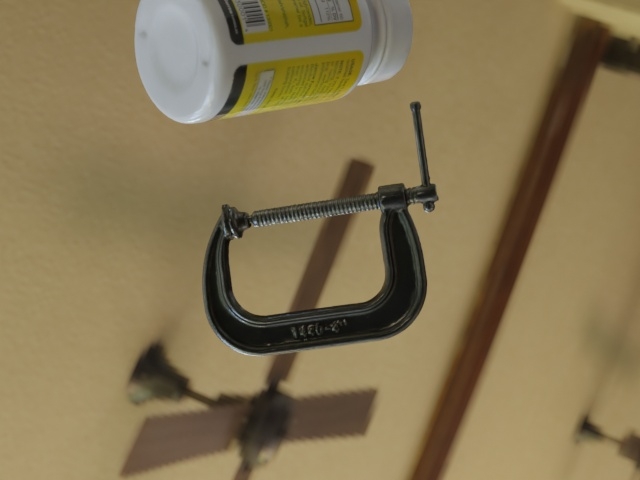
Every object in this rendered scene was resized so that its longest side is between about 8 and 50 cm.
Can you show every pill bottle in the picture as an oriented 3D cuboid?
[{"bbox_3d":[-0.034,-0.164,1.358,0.208,0.119,0.119,-12,-57,-38],"label":"pill bottle"}]

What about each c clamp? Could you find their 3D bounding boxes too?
[{"bbox_3d":[0.000,0.000,1.043,0.022,0.161,0.137,-10,-93,-85],"label":"c clamp"}]
